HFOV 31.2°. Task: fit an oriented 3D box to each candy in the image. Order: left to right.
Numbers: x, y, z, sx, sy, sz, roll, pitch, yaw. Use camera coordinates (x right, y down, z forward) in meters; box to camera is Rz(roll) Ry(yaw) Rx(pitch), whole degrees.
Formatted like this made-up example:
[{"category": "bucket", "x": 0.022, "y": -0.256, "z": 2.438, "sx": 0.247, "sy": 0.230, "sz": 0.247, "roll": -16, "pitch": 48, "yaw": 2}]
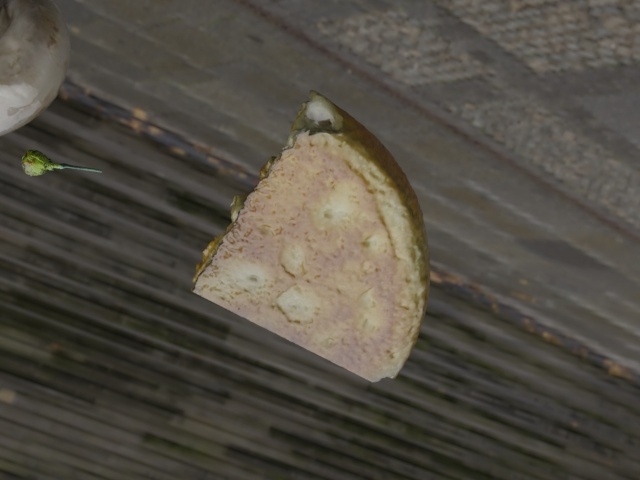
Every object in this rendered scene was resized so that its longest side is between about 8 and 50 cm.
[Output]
[{"category": "candy", "x": -0.380, "y": -0.110, "z": 1.691, "sx": 0.123, "sy": 0.035, "sz": 0.035, "roll": 4, "pitch": -152, "yaw": -31}]

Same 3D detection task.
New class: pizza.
[{"category": "pizza", "x": 0.034, "y": 0.008, "z": 1.201, "sx": 0.268, "sy": 0.258, "sz": 0.087, "roll": 30, "pitch": -148, "yaw": -14}]

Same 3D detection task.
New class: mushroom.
[{"category": "mushroom", "x": -0.530, "y": -0.305, "z": 1.691, "sx": 0.297, "sy": 0.297, "sz": 0.290, "roll": 16, "pitch": 150, "yaw": 22}]
